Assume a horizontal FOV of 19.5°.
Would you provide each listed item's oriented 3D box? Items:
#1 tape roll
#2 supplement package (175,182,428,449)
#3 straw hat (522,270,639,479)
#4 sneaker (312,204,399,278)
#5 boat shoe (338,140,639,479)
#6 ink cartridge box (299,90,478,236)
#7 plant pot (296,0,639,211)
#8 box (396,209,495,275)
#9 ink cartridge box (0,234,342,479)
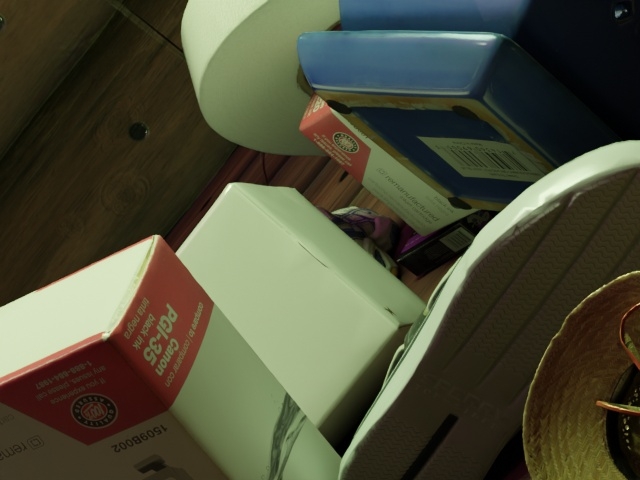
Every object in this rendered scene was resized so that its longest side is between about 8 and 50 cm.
[{"bbox_3d":[0.070,-0.197,1.650,0.392,0.392,0.072,-42,58,47],"label":"tape roll"},{"bbox_3d":[-0.071,0.120,1.494,0.293,0.177,0.175,-51,-12,10],"label":"supplement package"},{"bbox_3d":[0.176,0.090,0.923,0.144,0.144,0.061,-50,-31,17],"label":"straw hat"},{"bbox_3d":[0.000,0.000,1.847,0.112,0.131,0.296,-54,8,5],"label":"sneaker"},{"bbox_3d":[0.115,0.047,1.179,0.335,0.121,0.119,-49,15,30],"label":"boat shoe"},{"bbox_3d":[0.113,-0.111,1.534,0.218,0.158,0.092,-28,29,46],"label":"ink cartridge box"},{"bbox_3d":[0.141,-0.144,1.275,0.236,0.236,0.212,8,67,49],"label":"plant pot"},{"bbox_3d":[0.139,-0.050,1.676,0.162,0.029,0.116,-60,13,-29],"label":"box"},{"bbox_3d":[-0.116,0.163,1.250,0.207,0.283,0.117,-25,26,28],"label":"ink cartridge box"}]
